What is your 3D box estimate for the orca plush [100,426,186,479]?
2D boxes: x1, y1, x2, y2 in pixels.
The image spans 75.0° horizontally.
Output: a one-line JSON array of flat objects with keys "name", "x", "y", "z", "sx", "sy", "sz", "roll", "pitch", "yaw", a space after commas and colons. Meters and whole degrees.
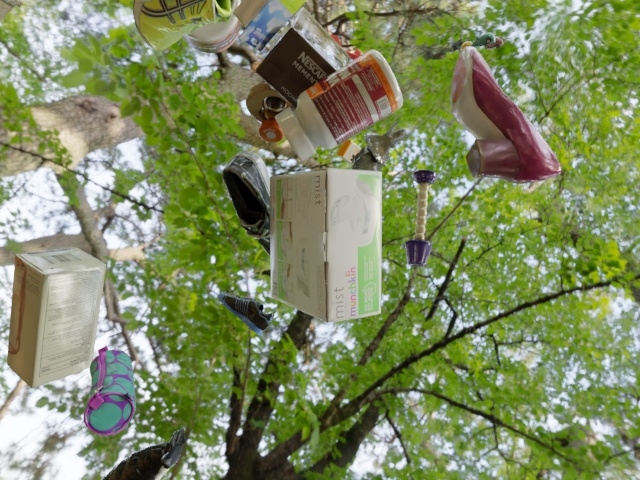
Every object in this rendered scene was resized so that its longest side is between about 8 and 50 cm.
[{"name": "orca plush", "x": -0.328, "y": 0.407, "z": 0.636, "sx": 0.287, "sy": 0.151, "sz": 0.102, "roll": -43, "pitch": -51, "yaw": 16}]

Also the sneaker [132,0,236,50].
[{"name": "sneaker", "x": -0.288, "y": -0.535, "z": 0.932, "sx": 0.385, "sy": 0.145, "sz": 0.147, "roll": -23, "pitch": -79, "yaw": 42}]

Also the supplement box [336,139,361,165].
[{"name": "supplement box", "x": 0.109, "y": -0.292, "z": 1.416, "sx": 0.036, "sy": 0.099, "sz": 0.062, "roll": 33, "pitch": -86, "yaw": 47}]

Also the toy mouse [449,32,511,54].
[{"name": "toy mouse", "x": 0.469, "y": -0.560, "z": 1.174, "sx": 0.143, "sy": 0.161, "sz": 0.031, "roll": 7, "pitch": -71, "yaw": 56}]

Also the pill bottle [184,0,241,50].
[{"name": "pill bottle", "x": -0.373, "y": -0.742, "z": 1.362, "sx": 0.225, "sy": 0.392, "sz": 0.223, "roll": -3, "pitch": -73, "yaw": -10}]

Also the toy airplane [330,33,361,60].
[{"name": "toy airplane", "x": 0.073, "y": -0.572, "z": 1.277, "sx": 0.151, "sy": 0.151, "sz": 0.028, "roll": 50, "pitch": -40, "yaw": -3}]

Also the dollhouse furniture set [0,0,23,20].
[{"name": "dollhouse furniture set", "x": -0.584, "y": -0.387, "z": 0.600, "sx": 0.129, "sy": 0.183, "sz": 0.128, "roll": -35, "pitch": -85, "yaw": 12}]

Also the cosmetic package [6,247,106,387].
[{"name": "cosmetic package", "x": -0.645, "y": 0.180, "z": 1.017, "sx": 0.129, "sy": 0.153, "sz": 0.295, "roll": 22, "pitch": -75, "yaw": 26}]

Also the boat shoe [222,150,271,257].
[{"name": "boat shoe", "x": -0.136, "y": -0.050, "z": 0.953, "sx": 0.108, "sy": 0.102, "sz": 0.300, "roll": -3, "pitch": -55, "yaw": 24}]

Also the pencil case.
[{"name": "pencil case", "x": -0.318, "y": 0.222, "z": 0.632, "sx": 0.152, "sy": 0.065, "sz": 0.070, "roll": 23, "pitch": -40, "yaw": 61}]

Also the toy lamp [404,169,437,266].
[{"name": "toy lamp", "x": 0.286, "y": -0.061, "z": 1.191, "sx": 0.080, "sy": 0.080, "sz": 0.274, "roll": 0, "pitch": -107, "yaw": 30}]

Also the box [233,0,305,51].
[{"name": "box", "x": -0.080, "y": -0.435, "z": 0.755, "sx": 0.178, "sy": 0.109, "sz": 0.042, "roll": -41, "pitch": -91, "yaw": 18}]

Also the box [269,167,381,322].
[{"name": "box", "x": 0.000, "y": 0.000, "z": 0.806, "sx": 0.231, "sy": 0.127, "sz": 0.261, "roll": 6, "pitch": -82, "yaw": 58}]

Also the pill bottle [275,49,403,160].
[{"name": "pill bottle", "x": 0.033, "y": -0.251, "z": 0.794, "sx": 0.221, "sy": 0.121, "sz": 0.121, "roll": -30, "pitch": -80, "yaw": 7}]

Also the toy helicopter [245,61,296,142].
[{"name": "toy helicopter", "x": -0.064, "y": -0.445, "z": 1.272, "sx": 0.356, "sy": 0.140, "sz": 0.235, "roll": -5, "pitch": -30, "yaw": 17}]

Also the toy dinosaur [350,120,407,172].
[{"name": "toy dinosaur", "x": 0.114, "y": -0.164, "z": 1.099, "sx": 0.121, "sy": 0.160, "sz": 0.313, "roll": 24, "pitch": -81, "yaw": 6}]

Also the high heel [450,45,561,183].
[{"name": "high heel", "x": 0.410, "y": -0.291, "z": 0.950, "sx": 0.182, "sy": 0.376, "sz": 0.127, "roll": 2, "pitch": -22, "yaw": -5}]

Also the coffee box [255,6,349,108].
[{"name": "coffee box", "x": -0.028, "y": -0.410, "z": 0.959, "sx": 0.168, "sy": 0.297, "sz": 0.119, "roll": 38, "pitch": -61, "yaw": -23}]

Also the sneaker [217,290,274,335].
[{"name": "sneaker", "x": -0.266, "y": 0.238, "z": 1.490, "sx": 0.232, "sy": 0.090, "sz": 0.081, "roll": 35, "pitch": -12, "yaw": 22}]
